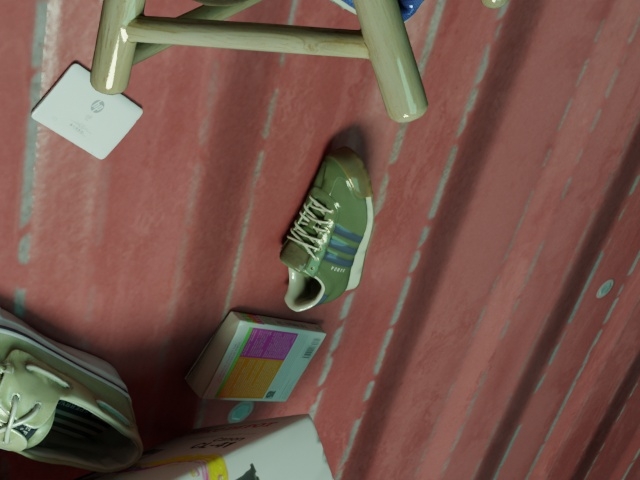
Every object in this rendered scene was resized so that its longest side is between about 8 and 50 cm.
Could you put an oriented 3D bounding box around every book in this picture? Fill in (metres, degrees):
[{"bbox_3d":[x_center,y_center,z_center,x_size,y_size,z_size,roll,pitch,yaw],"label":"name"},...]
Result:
[{"bbox_3d":[-0.065,0.128,1.130,0.144,0.035,0.096,16,110,-50],"label":"book"}]

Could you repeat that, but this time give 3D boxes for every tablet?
[{"bbox_3d":[-0.182,-0.100,0.816,0.054,0.006,0.083,-49,144,5],"label":"tablet"}]

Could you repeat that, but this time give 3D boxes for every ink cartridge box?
[{"bbox_3d":[-0.165,0.278,0.984,0.306,0.131,0.226,-19,-179,-42],"label":"ink cartridge box"}]

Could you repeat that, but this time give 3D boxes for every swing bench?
[{"bbox_3d":[0.005,-0.222,0.520,0.253,0.165,0.255,-50,143,-59],"label":"swing bench"}]

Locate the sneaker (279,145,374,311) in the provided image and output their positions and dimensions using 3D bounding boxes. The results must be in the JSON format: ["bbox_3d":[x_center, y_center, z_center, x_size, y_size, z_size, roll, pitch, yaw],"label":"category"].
[{"bbox_3d":[0.000,0.000,1.037,0.086,0.064,0.192,-30,145,-27],"label":"sneaker"}]

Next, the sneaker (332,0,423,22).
[{"bbox_3d":[-0.011,-0.258,0.723,0.112,0.131,0.296,-48,142,8],"label":"sneaker"}]

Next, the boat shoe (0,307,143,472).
[{"bbox_3d":[-0.259,0.130,0.889,0.109,0.094,0.302,-51,144,9],"label":"boat shoe"}]
